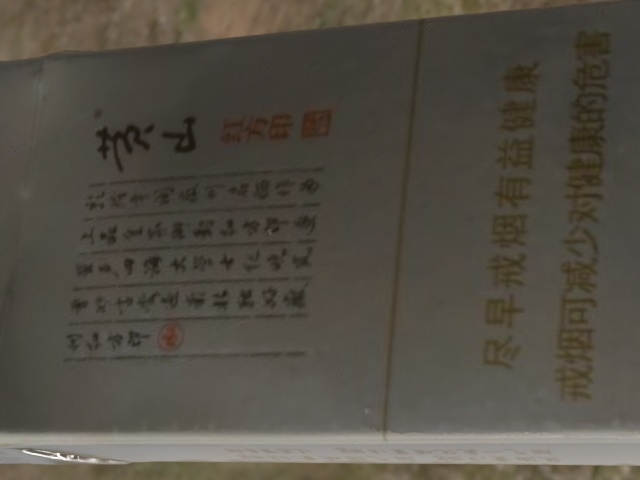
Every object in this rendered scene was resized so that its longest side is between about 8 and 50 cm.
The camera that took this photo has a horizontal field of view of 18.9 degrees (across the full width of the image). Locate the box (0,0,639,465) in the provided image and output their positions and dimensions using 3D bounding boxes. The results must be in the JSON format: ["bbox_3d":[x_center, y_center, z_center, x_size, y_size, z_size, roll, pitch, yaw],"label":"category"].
[{"bbox_3d":[0.000,0.001,0.877,0.365,0.205,0.051,-2,159,23],"label":"box"}]
